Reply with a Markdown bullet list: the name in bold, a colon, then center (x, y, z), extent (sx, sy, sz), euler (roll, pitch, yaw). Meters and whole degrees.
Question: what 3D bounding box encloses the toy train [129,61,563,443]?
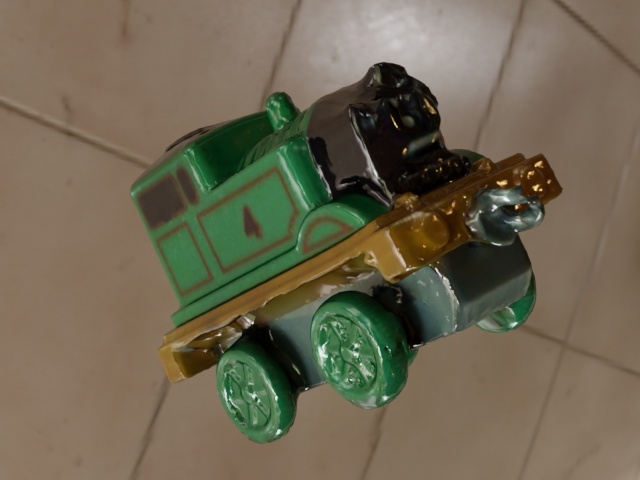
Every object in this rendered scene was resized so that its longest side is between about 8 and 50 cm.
- **toy train**: center (0.000, 0.000, 0.577), extent (0.091, 0.228, 0.136), euler (-25, 86, -37)
